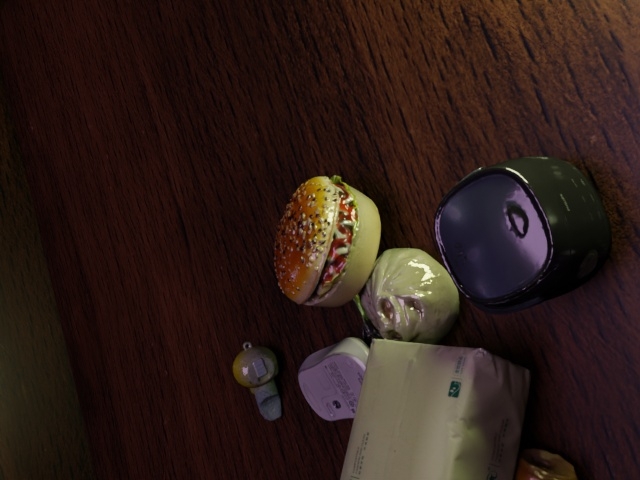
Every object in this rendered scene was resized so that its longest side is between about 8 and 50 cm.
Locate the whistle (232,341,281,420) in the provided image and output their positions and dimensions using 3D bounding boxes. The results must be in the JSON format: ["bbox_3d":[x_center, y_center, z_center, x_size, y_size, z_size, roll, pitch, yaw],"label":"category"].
[{"bbox_3d":[-0.160,0.366,1.875,0.122,0.122,0.223,-6,107,47],"label":"whistle"}]

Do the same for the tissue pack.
[{"bbox_3d":[0.202,0.388,1.310,0.297,0.207,0.381,-9,62,52],"label":"tissue pack"}]

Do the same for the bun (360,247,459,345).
[{"bbox_3d":[0.168,0.127,1.467,0.231,0.133,0.231,9,103,44],"label":"bun"}]

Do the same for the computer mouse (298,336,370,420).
[{"bbox_3d":[0.071,0.309,1.591,0.184,0.121,0.297,59,140,6],"label":"computer mouse"}]

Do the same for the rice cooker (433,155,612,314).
[{"bbox_3d":[0.337,-0.013,1.199,0.267,0.224,0.268,9,102,44],"label":"rice cooker"}]

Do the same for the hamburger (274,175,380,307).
[{"bbox_3d":[0.000,0.000,1.539,0.300,0.176,0.300,-48,34,48],"label":"hamburger"}]

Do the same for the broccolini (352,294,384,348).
[{"bbox_3d":[0.094,0.154,1.630,0.058,0.071,0.255,74,173,-63],"label":"broccolini"}]

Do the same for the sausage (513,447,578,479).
[{"bbox_3d":[0.376,0.557,1.312,0.134,0.116,0.354,14,109,18],"label":"sausage"}]
